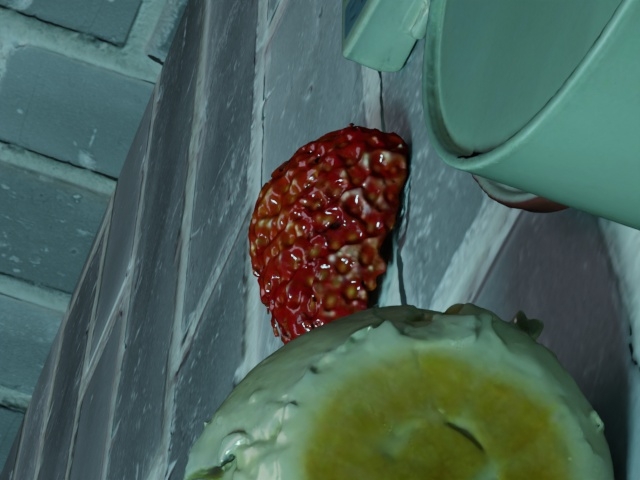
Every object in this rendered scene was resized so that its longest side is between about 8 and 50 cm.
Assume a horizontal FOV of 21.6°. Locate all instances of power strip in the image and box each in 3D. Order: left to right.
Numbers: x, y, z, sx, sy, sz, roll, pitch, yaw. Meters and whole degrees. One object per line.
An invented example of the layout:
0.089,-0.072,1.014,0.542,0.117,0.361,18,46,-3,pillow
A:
0.057,-0.233,1.233,0.270,0.046,0.118,-88,20,-52,power strip

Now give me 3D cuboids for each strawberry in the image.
0.000,0.000,1.085,0.121,0.082,0.188,125,162,-44,strawberry

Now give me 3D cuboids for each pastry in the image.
0.035,0.098,0.652,0.088,0.166,0.165,123,161,-66,pastry

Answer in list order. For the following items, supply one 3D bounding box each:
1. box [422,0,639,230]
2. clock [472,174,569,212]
0.141,-0.104,0.474,0.226,0.149,0.226,-162,90,-77,box
0.135,-0.165,0.745,0.318,0.080,0.318,-162,90,-78,clock
